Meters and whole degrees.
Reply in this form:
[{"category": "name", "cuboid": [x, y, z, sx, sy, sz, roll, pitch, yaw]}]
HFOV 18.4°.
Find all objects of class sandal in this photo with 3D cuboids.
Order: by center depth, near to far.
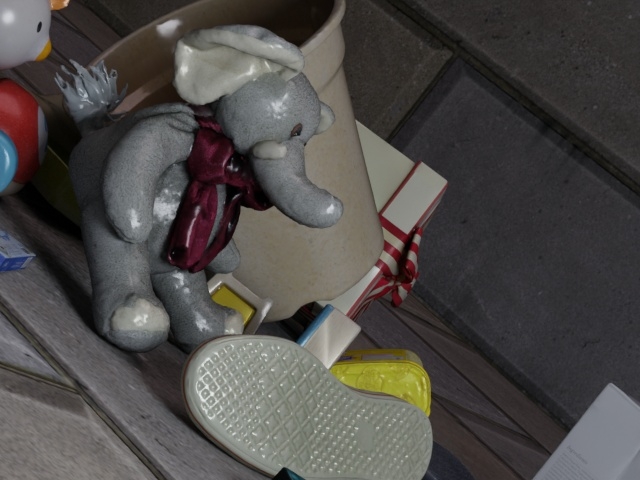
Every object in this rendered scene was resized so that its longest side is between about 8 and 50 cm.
[{"category": "sandal", "cuboid": [0.151, 0.295, 2.103, 0.254, 0.054, 0.097, 46, 18, 28]}]

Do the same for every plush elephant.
[{"category": "plush elephant", "cuboid": [-0.093, -0.068, 1.897, 0.272, 0.255, 0.330, 30, 38, -68]}]

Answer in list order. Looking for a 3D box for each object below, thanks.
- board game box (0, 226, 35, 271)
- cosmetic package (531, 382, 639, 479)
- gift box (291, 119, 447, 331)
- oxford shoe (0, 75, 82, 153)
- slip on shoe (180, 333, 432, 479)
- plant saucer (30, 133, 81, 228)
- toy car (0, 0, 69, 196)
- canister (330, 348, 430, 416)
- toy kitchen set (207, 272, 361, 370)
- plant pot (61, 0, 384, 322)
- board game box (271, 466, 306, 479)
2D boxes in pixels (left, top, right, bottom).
[{"category": "board game box", "cuboid": [-0.305, -0.007, 1.758, 0.090, 0.020, 0.090, 40, 6, 6]}, {"category": "cosmetic package", "cuboid": [0.293, 0.279, 2.163, 0.085, 0.231, 0.117, 42, 8, 35]}, {"category": "gift box", "cuboid": [0.000, 0.000, 2.524, 0.258, 0.276, 0.255, 35, -8, 5]}, {"category": "oxford shoe", "cuboid": [-0.280, -0.147, 2.367, 0.140, 0.146, 0.397, 41, 7, 23]}, {"category": "slip on shoe", "cuboid": [-0.024, 0.164, 1.821, 0.101, 0.123, 0.331, 2, -14, 37]}, {"category": "plant saucer", "cuboid": [-0.271, -0.057, 2.162, 0.188, 0.045, 0.188, 44, 1, 43]}, {"category": "toy car", "cuboid": [-0.324, -0.187, 1.967, 0.210, 0.238, 0.219, 38, 6, -9]}, {"category": "canister", "cuboid": [0.060, 0.164, 2.228, 0.126, 0.073, 0.170, -2, 3, 2]}, {"category": "toy kitchen set", "cuboid": [-0.071, 0.104, 2.052, 0.166, 0.122, 0.207, 38, -14, 3]}, {"category": "plant pot", "cuboid": [-0.077, -0.088, 2.237, 0.305, 0.334, 0.334, 67, -7, -25]}, {"category": "board game box", "cuboid": [0.033, 0.267, 1.577, 0.126, 0.026, 0.186, 36, 12, -32]}]
